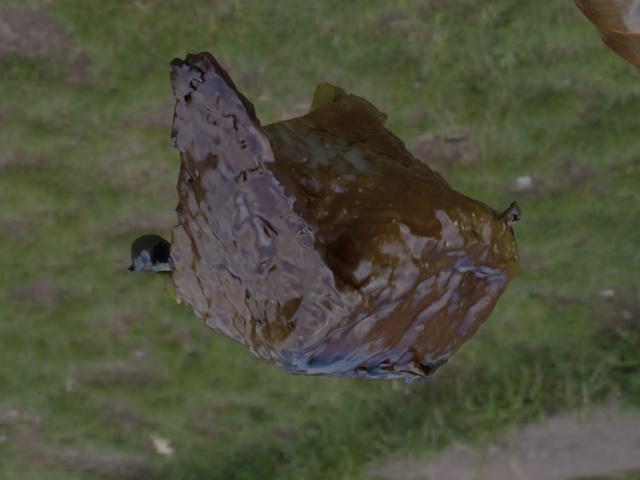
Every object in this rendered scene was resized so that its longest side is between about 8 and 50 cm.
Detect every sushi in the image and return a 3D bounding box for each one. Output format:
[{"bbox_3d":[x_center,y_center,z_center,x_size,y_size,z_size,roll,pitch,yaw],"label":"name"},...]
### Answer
[{"bbox_3d":[0.001,0.002,0.760,0.296,0.179,0.167,5,122,-58],"label":"sushi"}]

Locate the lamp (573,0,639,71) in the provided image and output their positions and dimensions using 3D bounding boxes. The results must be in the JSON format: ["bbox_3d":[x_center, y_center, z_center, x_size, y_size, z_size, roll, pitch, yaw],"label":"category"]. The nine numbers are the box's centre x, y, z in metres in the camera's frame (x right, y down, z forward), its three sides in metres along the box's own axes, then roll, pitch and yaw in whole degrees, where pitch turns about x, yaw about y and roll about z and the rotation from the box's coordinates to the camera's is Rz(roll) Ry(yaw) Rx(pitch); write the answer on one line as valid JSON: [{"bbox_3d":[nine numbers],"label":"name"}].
[{"bbox_3d":[0.119,-0.095,0.320,0.136,0.136,0.136,-1,157,-1],"label":"lamp"}]
